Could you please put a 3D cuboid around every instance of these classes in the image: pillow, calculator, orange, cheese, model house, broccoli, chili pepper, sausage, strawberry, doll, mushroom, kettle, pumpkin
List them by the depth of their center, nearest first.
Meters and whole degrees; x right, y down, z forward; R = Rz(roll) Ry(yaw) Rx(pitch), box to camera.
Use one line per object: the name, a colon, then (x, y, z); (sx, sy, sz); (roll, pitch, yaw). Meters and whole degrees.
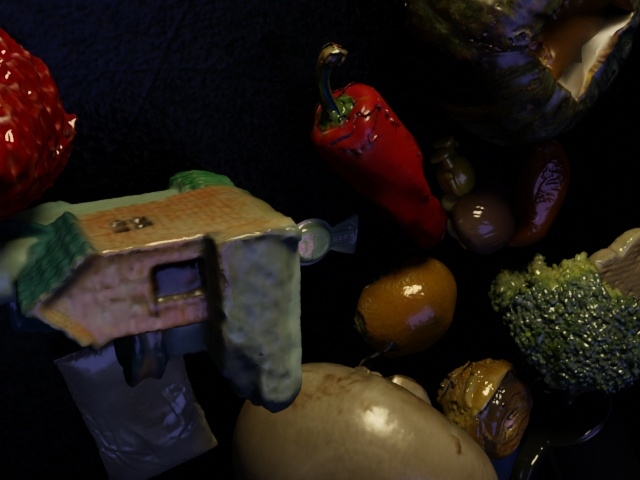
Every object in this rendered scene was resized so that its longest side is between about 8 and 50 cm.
strawberry: (-0.296, -0.074, 0.555); (0.205, 0.244, 0.205); (-14, 120, -25)
model house: (-0.213, 0.058, 0.671); (0.325, 0.267, 0.194); (-8, 110, -25)
pillow: (-0.221, 0.200, 0.867); (0.148, 0.050, 0.230); (-27, 122, -26)
pumpkin: (0.257, -0.276, 0.867); (0.320, 0.192, 0.320); (-15, 118, -30)
chili pepper: (0.079, -0.095, 0.894); (0.110, 0.110, 0.387); (-49, 133, -4)
mushroom: (0.067, 0.286, 0.933); (0.362, 0.362, 0.295); (60, 44, -37)
cheese: (0.000, 0.000, 0.934); (0.120, 0.026, 0.067); (-10, 118, -31)
doll: (0.216, -0.065, 1.008); (0.188, 0.096, 0.145); (62, 28, -4)
orange: (0.135, 0.101, 1.029); (0.160, 0.112, 0.170); (2, 99, -34)
sausage: (0.335, -0.071, 1.090); (0.089, 0.089, 0.179); (5, 107, -36)
broccoli: (0.407, 0.135, 1.167); (0.243, 0.263, 0.247); (-56, 152, -62)
calculator: (0.312, 0.430, 1.349); (0.210, 0.039, 0.121); (9, 105, -36)
kettle: (0.471, 0.410, 1.355); (0.262, 0.203, 0.308); (-32, 126, 0)

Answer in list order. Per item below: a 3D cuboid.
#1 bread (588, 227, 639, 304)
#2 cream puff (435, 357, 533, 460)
bread: (0.573, 0.115, 1.365); (0.316, 0.054, 0.316); (-15, 120, -27)
cream puff: (0.273, 0.285, 1.192); (0.189, 0.129, 0.189); (-16, 111, -45)
